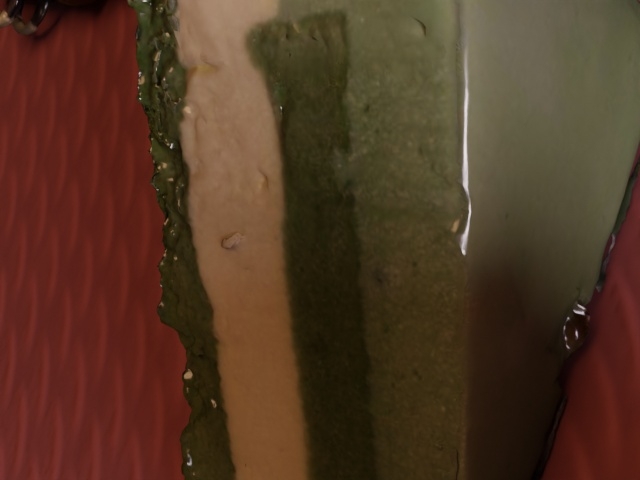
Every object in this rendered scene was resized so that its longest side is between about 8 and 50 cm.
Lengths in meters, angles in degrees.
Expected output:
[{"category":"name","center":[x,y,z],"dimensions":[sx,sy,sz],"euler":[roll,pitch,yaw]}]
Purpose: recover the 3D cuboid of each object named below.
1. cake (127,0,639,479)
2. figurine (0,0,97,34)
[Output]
[{"category":"cake","center":[-0.001,0.006,0.405],"dimensions":[0.158,0.172,0.283],"euler":[9,75,40]},{"category":"figurine","center":[-0.186,-0.183,0.695],"dimensions":[0.154,0.082,0.098],"euler":[18,92,39]}]
